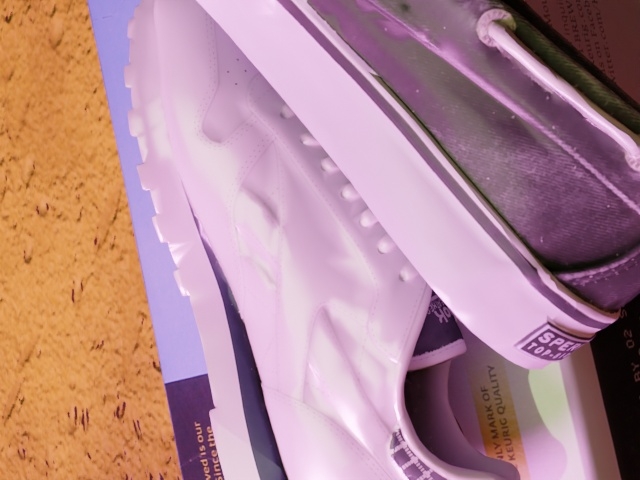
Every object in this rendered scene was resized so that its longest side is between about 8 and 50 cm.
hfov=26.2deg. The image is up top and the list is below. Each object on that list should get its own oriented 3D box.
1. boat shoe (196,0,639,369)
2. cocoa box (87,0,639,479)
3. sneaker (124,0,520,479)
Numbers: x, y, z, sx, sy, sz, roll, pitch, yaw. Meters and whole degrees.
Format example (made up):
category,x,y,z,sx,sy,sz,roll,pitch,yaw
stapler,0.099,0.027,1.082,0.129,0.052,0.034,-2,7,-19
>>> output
category,x,y,z,sx,sy,sz,roll,pitch,yaw
boat shoe,0.015,-0.105,0.468,0.105,0.113,0.306,-44,70,21
cocoa box,0.061,-0.031,0.657,0.228,0.231,0.347,-17,82,42
sneaker,0.000,0.000,0.513,0.095,0.090,0.235,-22,84,28
